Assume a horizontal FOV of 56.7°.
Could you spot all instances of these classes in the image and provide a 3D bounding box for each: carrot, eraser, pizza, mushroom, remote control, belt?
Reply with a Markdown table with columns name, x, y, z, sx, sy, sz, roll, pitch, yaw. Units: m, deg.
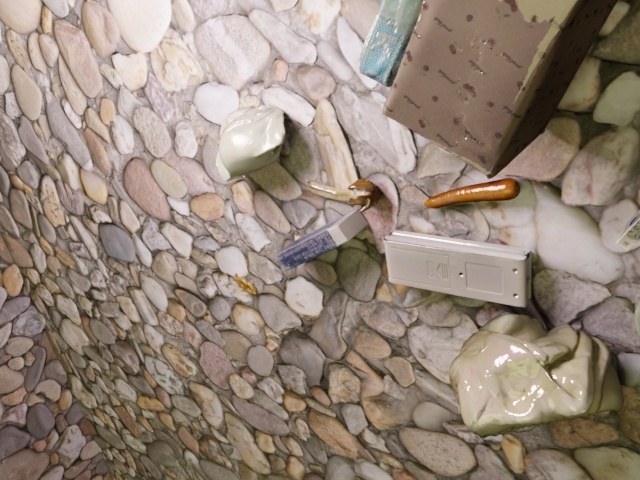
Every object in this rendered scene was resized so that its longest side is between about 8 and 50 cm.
| name | x | y | z | sx | sy | sz | roll | pitch | yaw |
| --- | --- | --- | --- | --- | --- | --- | --- | --- | --- |
| carrot | 0.264 | -0.082 | 1.054 | 0.190 | 0.037 | 0.037 | -6 | 114 | 45 |
| eraser | 0.000 | 0.000 | 1.278 | 0.212 | 0.092 | 0.046 | -27 | 98 | 44 |
| pizza | -0.199 | 0.116 | 1.567 | 0.083 | 0.016 | 0.037 | 38 | 129 | 15 |
| mushroom | 0.037 | -0.099 | 1.208 | 0.187 | 0.061 | 0.060 | 10 | 129 | 39 |
| remote control | 0.257 | 0.048 | 1.129 | 0.277 | 0.055 | 0.103 | 9 | 123 | 33 |
| belt | 0.135 | -0.381 | 0.915 | 0.072 | 0.087 | 0.302 | 36 | 135 | 19 |

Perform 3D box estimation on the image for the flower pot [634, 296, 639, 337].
| name | x | y | z | sx | sy | sz | roll | pitch | yaw |
| --- | --- | --- | --- | --- | --- | --- | --- | --- | --- |
| flower pot | 0.628 | 0.216 | 0.865 | 0.254 | 0.164 | 0.367 | -1 | 118 | 45 |

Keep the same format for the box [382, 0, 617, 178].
| name | x | y | z | sx | sy | sz | roll | pitch | yaw |
| --- | --- | --- | --- | --- | --- | --- | --- | --- | --- |
| box | 0.251 | -0.277 | 0.795 | 0.190 | 0.225 | 0.297 | 34 | 133 | 19 |

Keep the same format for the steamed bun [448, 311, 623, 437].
| name | x | y | z | sx | sy | sz | roll | pitch | yaw |
| --- | --- | --- | --- | --- | --- | --- | --- | --- | --- |
| steamed bun | 0.369 | 0.223 | 1.048 | 0.280 | 0.268 | 0.207 | -22 | 68 | 31 |

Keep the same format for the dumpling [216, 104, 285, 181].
| name | x | y | z | sx | sy | sz | roll | pitch | yaw |
| --- | --- | --- | --- | --- | --- | --- | --- | --- | --- |
| dumpling | -0.149 | -0.217 | 1.249 | 0.229 | 0.124 | 0.151 | -17 | 70 | 39 |

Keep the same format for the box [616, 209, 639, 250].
| name | x | y | z | sx | sy | sz | roll | pitch | yaw |
| --- | --- | --- | --- | --- | --- | --- | --- | --- | --- |
| box | 0.485 | -0.028 | 0.893 | 0.024 | 0.054 | 0.083 | 36 | 134 | 11 |
